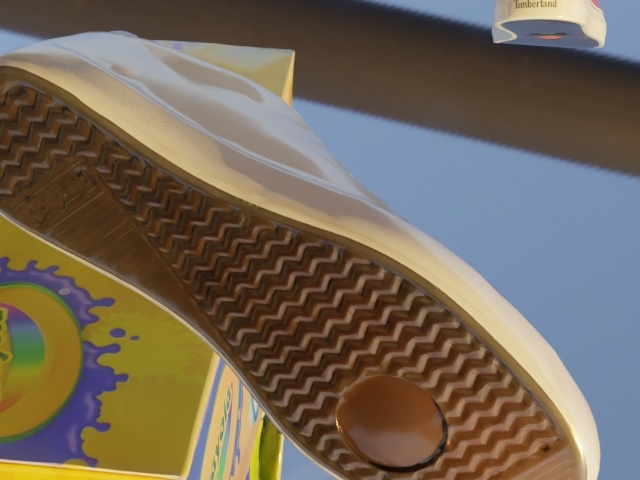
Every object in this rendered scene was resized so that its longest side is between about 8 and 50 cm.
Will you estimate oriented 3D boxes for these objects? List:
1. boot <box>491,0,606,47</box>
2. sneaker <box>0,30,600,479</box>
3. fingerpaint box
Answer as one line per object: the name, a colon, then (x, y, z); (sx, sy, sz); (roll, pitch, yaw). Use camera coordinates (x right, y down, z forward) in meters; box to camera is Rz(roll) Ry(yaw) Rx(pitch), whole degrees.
boot: (0.172, -0.237, 1.093); (0.088, 0.244, 0.176); (1, -90, 10)
sneaker: (0.000, 0.000, 0.595); (0.290, 0.123, 0.106); (37, -59, 6)
fingerpaint box: (-0.113, 0.134, 0.889); (0.163, 0.371, 0.445); (4, -149, 4)
